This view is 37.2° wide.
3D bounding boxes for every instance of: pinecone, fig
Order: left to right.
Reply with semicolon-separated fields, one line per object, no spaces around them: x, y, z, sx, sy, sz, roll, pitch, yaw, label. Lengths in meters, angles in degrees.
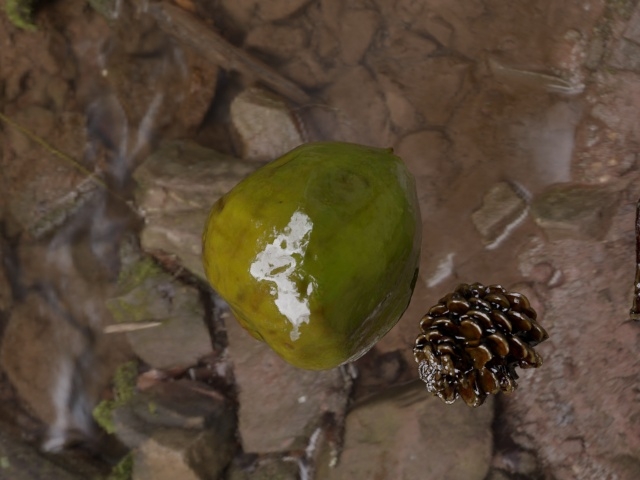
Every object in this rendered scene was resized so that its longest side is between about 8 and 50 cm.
0.004;0.010;1.427;0.343;0.343;0.343;2;94;31;fig
0.288;0.198;1.804;0.243;0.257;0.243;54;158;34;pinecone

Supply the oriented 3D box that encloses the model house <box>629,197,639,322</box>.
0.624;0.018;1.406;0.317;0.282;0.297;-10;128;42;model house
